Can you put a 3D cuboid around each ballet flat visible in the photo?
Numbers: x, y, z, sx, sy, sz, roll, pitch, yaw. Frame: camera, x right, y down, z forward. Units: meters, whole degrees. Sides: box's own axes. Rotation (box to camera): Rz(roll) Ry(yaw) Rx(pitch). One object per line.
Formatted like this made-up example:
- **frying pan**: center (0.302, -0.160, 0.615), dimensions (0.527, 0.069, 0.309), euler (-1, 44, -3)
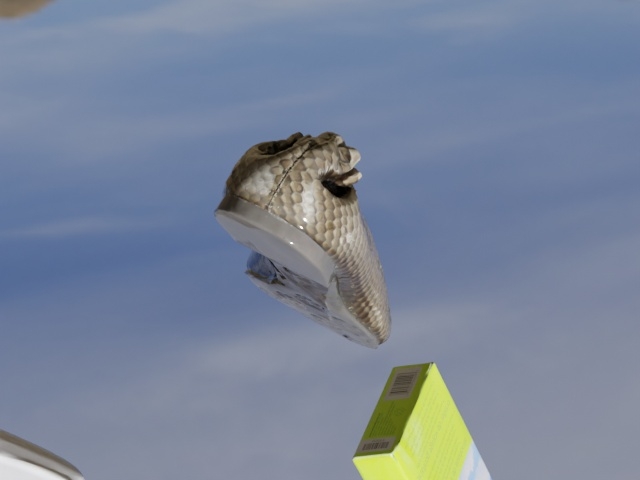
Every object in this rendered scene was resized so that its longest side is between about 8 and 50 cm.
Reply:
- **ballet flat**: center (0.000, 0.000, 0.779), dimensions (0.084, 0.058, 0.250), euler (26, 170, 13)

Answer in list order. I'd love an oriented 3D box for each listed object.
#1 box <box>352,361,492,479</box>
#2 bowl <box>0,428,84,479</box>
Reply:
- **box**: center (0.093, 0.198, 1.306), dimensions (0.042, 0.178, 0.109), euler (-10, -148, 31)
- **bowl**: center (-0.220, 0.192, 1.082), dimensions (0.142, 0.142, 0.053), euler (30, 155, -33)
